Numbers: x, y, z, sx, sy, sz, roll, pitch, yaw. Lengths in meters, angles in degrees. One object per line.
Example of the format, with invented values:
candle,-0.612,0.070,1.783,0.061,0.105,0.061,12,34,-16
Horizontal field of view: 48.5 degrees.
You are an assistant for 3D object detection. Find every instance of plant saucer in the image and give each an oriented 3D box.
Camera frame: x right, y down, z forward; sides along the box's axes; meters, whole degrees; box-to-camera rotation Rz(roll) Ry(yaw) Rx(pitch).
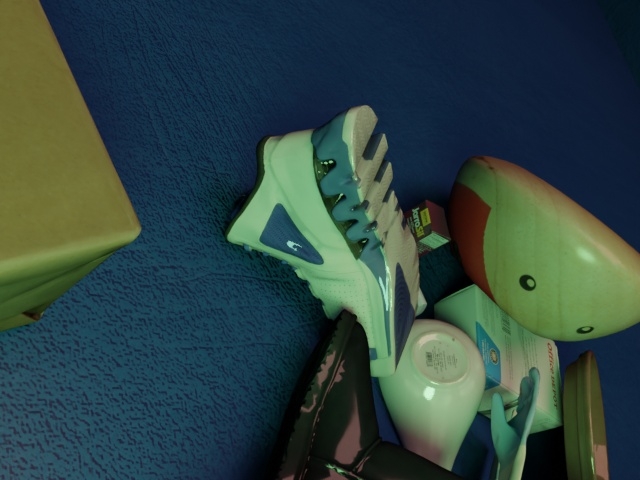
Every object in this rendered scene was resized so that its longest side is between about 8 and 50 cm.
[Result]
plant saucer,0.383,0.298,1.016,0.278,0.041,0.277,-7,90,-66

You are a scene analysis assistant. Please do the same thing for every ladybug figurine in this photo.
ladybug figurine,0.302,0.015,1.016,0.305,0.162,0.449,38,11,-4

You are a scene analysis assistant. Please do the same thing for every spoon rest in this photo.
spoon rest,0.133,0.213,0.834,0.137,0.084,0.276,7,51,-4

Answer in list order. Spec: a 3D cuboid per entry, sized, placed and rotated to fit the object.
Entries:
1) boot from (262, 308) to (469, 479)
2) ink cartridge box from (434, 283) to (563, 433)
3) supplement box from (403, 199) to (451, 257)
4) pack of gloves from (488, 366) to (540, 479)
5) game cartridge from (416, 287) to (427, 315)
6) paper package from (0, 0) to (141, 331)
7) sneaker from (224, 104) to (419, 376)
boot,0.064,0.211,0.705,0.207,0.094,0.246,27,50,-6
ink cartridge box,0.251,0.172,1.000,0.191,0.082,0.139,35,43,-29
supplement box,0.134,-0.010,0.996,0.043,0.083,0.055,22,49,-39
pack of gloves,0.191,0.262,0.813,0.046,0.195,0.232,21,42,12
game cartridge,0.112,0.073,0.919,0.017,0.083,0.056,-16,78,-15
paper package,-0.329,-0.082,0.457,0.310,0.168,0.324,-17,79,-51
sneaker,0.000,-0.001,0.810,0.127,0.182,0.315,-57,139,-48
